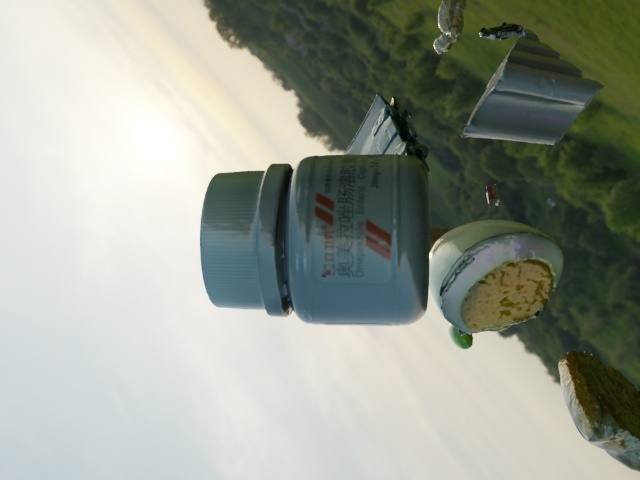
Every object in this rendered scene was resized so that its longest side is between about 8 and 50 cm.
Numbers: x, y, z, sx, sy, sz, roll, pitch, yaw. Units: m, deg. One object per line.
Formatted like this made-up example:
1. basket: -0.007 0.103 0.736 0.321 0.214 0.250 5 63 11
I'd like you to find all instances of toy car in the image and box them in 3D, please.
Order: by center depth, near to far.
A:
1. toy car: 0.338 -0.390 1.244 0.041 0.093 0.025 40 143 52

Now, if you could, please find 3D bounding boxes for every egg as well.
1. egg: 0.352 0.053 1.380 0.286 0.264 0.174 -3 -143 -14

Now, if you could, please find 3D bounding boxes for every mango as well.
1. mango: 0.356 0.237 1.670 0.073 0.056 0.108 63 -175 -18

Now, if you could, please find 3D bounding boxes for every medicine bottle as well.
1. medicine bottle: 0.000 0.000 0.956 0.245 0.306 0.245 -1 -90 -83

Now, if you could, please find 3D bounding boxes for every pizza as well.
1. pizza: 0.446 0.270 0.939 0.296 0.071 0.189 31 -152 -23

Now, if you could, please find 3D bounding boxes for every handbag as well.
1. handbag: 0.157 -0.189 1.632 0.089 0.239 0.327 14 -142 -21

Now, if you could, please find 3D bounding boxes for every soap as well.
1. soap: 0.367 -0.323 1.335 0.302 0.159 0.258 2 -137 -32

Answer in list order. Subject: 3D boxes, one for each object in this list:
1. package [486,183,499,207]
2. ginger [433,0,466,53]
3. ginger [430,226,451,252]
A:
1. package: 0.437 -0.113 1.674 0.083 0.029 0.059 -15 -84 -62
2. ginger: 0.321 -0.537 1.598 0.065 0.150 0.258 22 -178 11
3. ginger: 0.195 0.048 1.894 0.236 0.375 0.166 4 105 51
